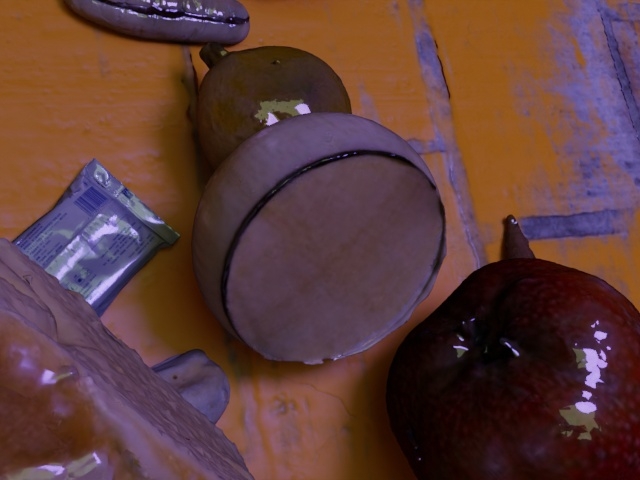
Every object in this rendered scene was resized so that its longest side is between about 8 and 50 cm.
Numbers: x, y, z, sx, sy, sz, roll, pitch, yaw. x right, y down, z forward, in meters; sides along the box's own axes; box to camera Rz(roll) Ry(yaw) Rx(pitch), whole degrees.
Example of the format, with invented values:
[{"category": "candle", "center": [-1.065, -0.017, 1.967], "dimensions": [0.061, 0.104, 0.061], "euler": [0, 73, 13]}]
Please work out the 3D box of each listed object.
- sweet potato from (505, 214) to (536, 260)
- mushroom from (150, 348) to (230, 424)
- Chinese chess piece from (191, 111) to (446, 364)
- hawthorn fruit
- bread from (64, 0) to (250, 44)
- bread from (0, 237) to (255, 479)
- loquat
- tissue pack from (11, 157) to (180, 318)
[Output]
[{"category": "sweet potato", "center": [0.264, 0.069, 1.037], "dimensions": [0.068, 0.068, 0.226], "euler": [5, 68, -22]}, {"category": "mushroom", "center": [-0.246, 0.171, 0.759], "dimensions": [0.351, 0.095, 0.123], "euler": [-5, 58, -27]}, {"category": "Chinese chess piece", "center": [0.000, 0.000, 0.843], "dimensions": [0.257, 0.257, 0.104], "euler": [-4, 31, -25]}, {"category": "hawthorn fruit", "center": [0.251, 0.194, 0.880], "dimensions": [0.369, 0.284, 0.285], "euler": [39, 61, -20]}, {"category": "bread", "center": [-0.179, -0.264, 0.958], "dimensions": [0.214, 0.053, 0.073], "euler": [5, 75, -23]}, {"category": "bread", "center": [-0.245, 0.225, 0.558], "dimensions": [0.371, 0.279, 0.390], "euler": [-45, 117, -6]}, {"category": "loquat", "center": [-0.058, -0.135, 0.914], "dimensions": [0.204, 0.149, 0.172], "euler": [44, 64, 5]}, {"category": "tissue pack", "center": [-0.245, 0.020, 0.847], "dimensions": [0.122, 0.026, 0.193], "euler": [42, 61, -5]}]
